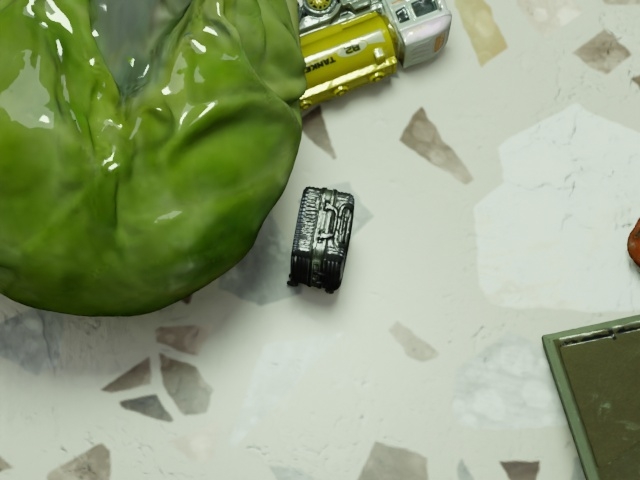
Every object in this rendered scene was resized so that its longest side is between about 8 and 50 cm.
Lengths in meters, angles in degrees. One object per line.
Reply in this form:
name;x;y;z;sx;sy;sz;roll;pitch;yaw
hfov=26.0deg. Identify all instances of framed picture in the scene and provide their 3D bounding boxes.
framed picture;0.405;0.144;1.344;0.335;0.022;0.247;-14;40;4

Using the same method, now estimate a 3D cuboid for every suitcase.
suitcase;0.000;0.000;1.426;0.059;0.126;0.086;9;71;2

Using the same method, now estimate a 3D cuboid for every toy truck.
toy truck;0.034;-0.221;1.521;0.226;0.098;0.114;-22;76;-5

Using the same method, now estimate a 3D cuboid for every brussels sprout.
brussels sprout;-0.221;-0.107;1.366;0.425;0.342;0.361;-3;98;3

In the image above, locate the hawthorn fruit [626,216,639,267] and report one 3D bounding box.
hawthorn fruit;0.367;0.001;1.446;0.093;0.093;0.093;0;71;0
